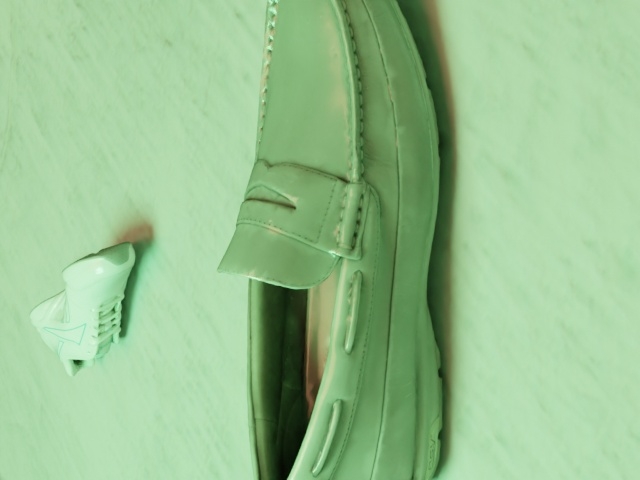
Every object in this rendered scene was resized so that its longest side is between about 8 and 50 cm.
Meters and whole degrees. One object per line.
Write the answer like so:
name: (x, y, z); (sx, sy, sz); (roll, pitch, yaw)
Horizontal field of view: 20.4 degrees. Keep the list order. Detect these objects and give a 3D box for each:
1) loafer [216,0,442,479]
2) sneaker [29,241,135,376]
loafer: (0.000, 0.000, 0.983); (0.112, 0.111, 0.319); (2, 99, 55)
sneaker: (-0.161, 0.048, 1.283); (0.061, 0.054, 0.152); (61, 147, 12)
